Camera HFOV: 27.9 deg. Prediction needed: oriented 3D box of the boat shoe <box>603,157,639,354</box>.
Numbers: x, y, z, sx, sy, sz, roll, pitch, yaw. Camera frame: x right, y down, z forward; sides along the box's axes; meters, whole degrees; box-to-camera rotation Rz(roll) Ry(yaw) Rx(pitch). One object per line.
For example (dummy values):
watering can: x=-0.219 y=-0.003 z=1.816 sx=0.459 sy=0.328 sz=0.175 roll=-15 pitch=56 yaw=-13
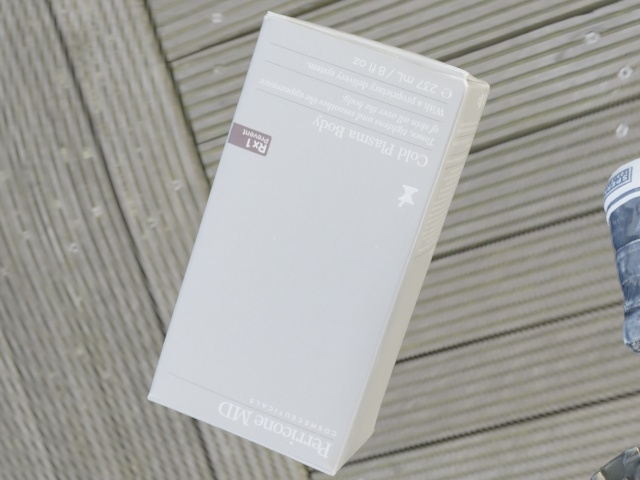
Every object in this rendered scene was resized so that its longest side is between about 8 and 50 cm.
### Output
boat shoe: x=0.211 y=0.021 z=0.558 sx=0.183 sy=0.065 sz=0.083 roll=7 pitch=64 yaw=-9

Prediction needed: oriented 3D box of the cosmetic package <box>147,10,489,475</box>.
cosmetic package: x=0.000 y=0.000 z=0.751 sx=0.127 sy=0.107 sz=0.238 roll=19 pitch=98 yaw=12

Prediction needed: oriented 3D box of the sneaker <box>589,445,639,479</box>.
sneaker: x=0.129 y=0.197 z=0.483 sx=0.085 sy=0.086 sz=0.237 roll=-4 pitch=77 yaw=9
